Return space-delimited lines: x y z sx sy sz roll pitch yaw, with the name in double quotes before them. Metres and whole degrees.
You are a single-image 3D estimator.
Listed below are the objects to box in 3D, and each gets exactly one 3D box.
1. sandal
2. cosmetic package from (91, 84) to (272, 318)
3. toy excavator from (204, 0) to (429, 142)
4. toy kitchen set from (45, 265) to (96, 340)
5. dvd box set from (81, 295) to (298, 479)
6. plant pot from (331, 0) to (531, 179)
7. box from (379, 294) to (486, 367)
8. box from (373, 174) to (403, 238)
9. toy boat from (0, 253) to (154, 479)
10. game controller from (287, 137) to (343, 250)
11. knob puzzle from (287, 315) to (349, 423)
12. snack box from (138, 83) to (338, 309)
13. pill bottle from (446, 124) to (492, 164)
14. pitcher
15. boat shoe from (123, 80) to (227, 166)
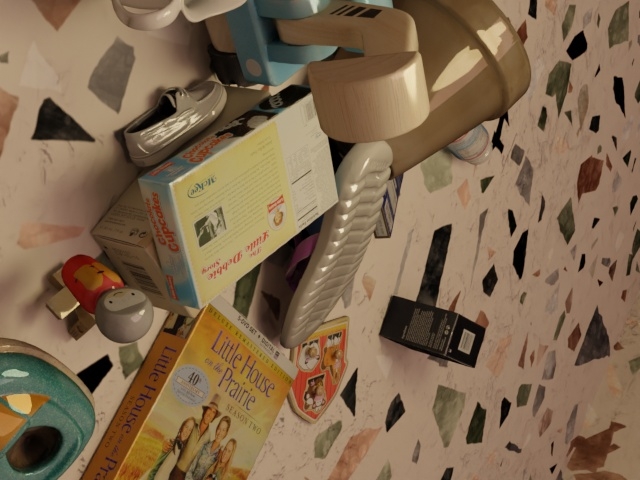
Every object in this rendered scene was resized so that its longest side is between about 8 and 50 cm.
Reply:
"sandal" 0.009 -0.004 1.619 0.169 0.102 0.416 -25 145 -52
"cosmetic package" -0.166 -0.061 1.406 0.309 0.113 0.160 -56 140 -27
"toy excavator" 0.009 -0.301 1.282 0.433 0.445 0.222 -47 135 -37
"toy kitchen set" -0.334 0.089 1.283 0.083 0.075 0.068 48 47 -4
"dvd box set" -0.204 0.318 1.519 0.420 0.062 0.307 -63 144 -20
"plant pot" 0.141 -0.265 1.655 0.280 0.323 0.323 -46 138 -14
"box" 0.232 0.188 2.025 0.156 0.158 0.093 29 77 -56
"box" 0.117 -0.126 1.820 0.225 0.036 0.136 -72 153 -47
"toy boat" -0.330 0.166 1.154 0.318 0.148 0.267 -53 142 -3
"game controller" -0.007 -0.063 1.677 0.166 0.067 0.319 -60 142 -24
"knob puzzle" 0.002 0.250 1.826 0.213 0.030 0.213 -24 120 -50
"snack box" -0.099 -0.068 1.346 0.322 0.060 0.187 -39 130 -42
"pill bottle" 0.301 -0.218 2.057 0.160 0.087 0.087 33 73 -55
"pitcher" -0.211 -0.318 1.155 0.178 0.207 0.125 -40 147 -37
"boat shoe" -0.203 -0.178 1.365 0.184 0.066 0.063 -42 134 -28
